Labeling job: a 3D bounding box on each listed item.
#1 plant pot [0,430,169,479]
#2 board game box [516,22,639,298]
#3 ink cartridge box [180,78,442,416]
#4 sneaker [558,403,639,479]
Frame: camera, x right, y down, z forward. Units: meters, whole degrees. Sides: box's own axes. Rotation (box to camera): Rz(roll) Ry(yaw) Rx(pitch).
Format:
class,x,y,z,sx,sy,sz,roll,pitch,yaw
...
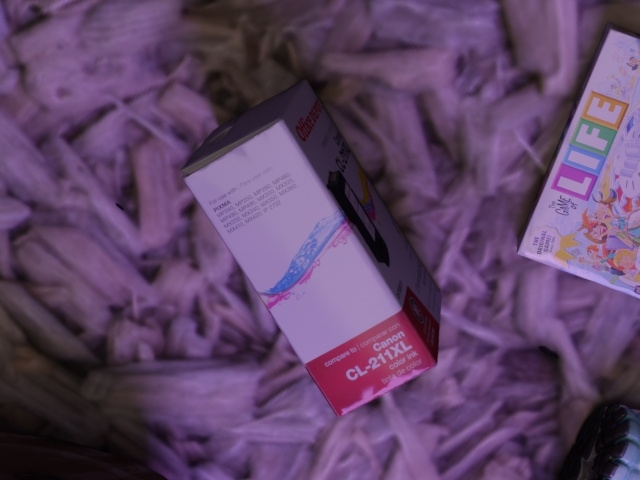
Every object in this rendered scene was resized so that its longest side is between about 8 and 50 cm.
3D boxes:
class,x,y,z,sx,sy,sz,roll,pitch,yaw
plant pot,-0.212,0.284,0.902,0.323,0.323,0.281,12,93,3
board game box,0.198,-0.045,0.861,0.103,0.026,0.154,20,110,1
ink cartridge box,0.000,0.000,0.848,0.072,0.127,0.175,-29,102,14
sneaker,0.194,0.255,0.920,0.122,0.110,0.283,21,110,-3
